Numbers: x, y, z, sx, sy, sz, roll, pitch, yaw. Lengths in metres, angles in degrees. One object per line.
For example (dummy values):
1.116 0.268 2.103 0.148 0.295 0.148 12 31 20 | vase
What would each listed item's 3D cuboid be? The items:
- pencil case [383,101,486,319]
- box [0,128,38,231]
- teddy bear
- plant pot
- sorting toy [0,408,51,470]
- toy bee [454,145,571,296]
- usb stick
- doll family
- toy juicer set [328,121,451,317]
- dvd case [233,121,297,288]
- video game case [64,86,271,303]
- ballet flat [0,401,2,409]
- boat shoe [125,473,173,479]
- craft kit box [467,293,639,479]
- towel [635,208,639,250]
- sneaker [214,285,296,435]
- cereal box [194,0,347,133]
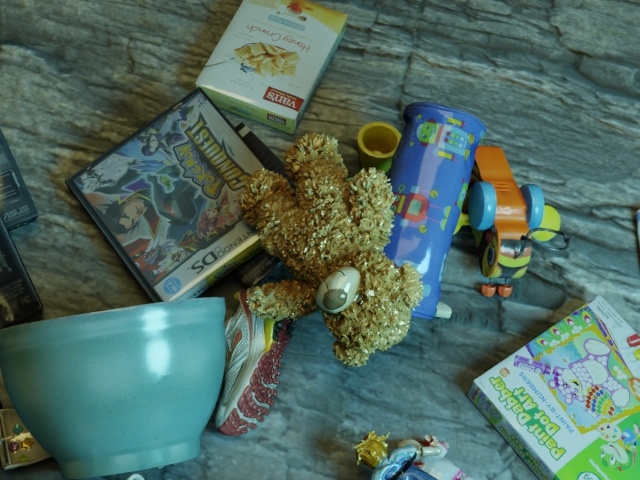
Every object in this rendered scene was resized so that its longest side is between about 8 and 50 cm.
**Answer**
0.138 -0.034 1.708 0.119 0.133 0.306 13 82 19 | pencil case
-0.544 -0.072 1.749 0.232 0.059 0.183 -24 89 -20 | box
0.000 0.000 1.623 0.245 0.113 0.338 -20 58 15 | teddy bear
-0.249 0.190 1.544 0.293 0.293 0.196 -9 85 -11 | plant pot
-0.379 0.261 1.605 0.075 0.045 0.083 -7 58 -19 | sorting toy
0.250 -0.008 1.791 0.195 0.162 0.298 14 30 4 | toy bee
-0.468 -0.005 1.704 0.077 0.045 0.278 -25 87 -28 | usb stick
0.092 0.330 1.560 0.163 0.118 0.263 38 62 18 | doll family
0.053 -0.026 1.802 0.209 0.089 0.329 -9 59 -12 | toy juicer set
-0.108 -0.052 1.806 0.164 0.018 0.221 -42 64 -6 | dvd case
-0.199 -0.060 1.790 0.248 0.035 0.275 -36 65 -8 | video game case
-0.467 0.269 1.589 0.057 0.049 0.173 15 59 36 | ballet flat
-0.222 0.344 1.497 0.367 0.156 0.136 6 57 -2 | boat shoe
0.374 0.231 1.693 0.246 0.061 0.250 -32 66 -20 | craft kit box
0.587 0.069 1.829 0.209 0.034 0.285 1 58 -4 | towel
-0.102 0.163 1.681 0.092 0.088 0.225 3 55 21 | sneaker
-0.077 -0.296 1.985 0.173 0.047 0.240 20 58 7 | cereal box
